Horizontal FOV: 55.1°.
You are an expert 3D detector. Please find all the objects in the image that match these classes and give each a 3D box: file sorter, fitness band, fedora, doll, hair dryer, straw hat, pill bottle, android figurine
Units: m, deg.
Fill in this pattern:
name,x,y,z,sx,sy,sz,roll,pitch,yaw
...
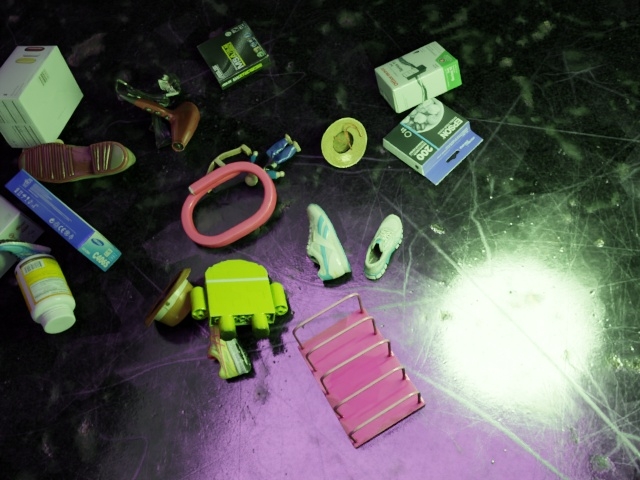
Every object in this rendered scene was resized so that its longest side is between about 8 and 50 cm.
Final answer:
name,x,y,z,sx,sy,sz,roll,pitch,yaw
file sorter,0.085,0.304,1.461,0.202,0.182,0.290,-30,65,-5
fitness band,-0.266,-0.104,1.754,0.291,0.054,0.209,-30,71,5
fedora,-0.388,0.167,1.641,0.079,0.194,0.194,38,74,-15
doll,-0.148,-0.230,1.815,0.189,0.046,0.129,-41,65,-10
hair dryer,-0.482,-0.387,1.883,0.224,0.080,0.293,-22,67,-35
straw hat,0.063,-0.290,1.794,0.144,0.144,0.061,-31,24,-4
pill bottle,-0.764,0.150,1.715,0.117,0.117,0.215,-32,65,-5
android figurine,-0.215,0.147,1.605,0.248,0.056,0.273,-3,41,-16

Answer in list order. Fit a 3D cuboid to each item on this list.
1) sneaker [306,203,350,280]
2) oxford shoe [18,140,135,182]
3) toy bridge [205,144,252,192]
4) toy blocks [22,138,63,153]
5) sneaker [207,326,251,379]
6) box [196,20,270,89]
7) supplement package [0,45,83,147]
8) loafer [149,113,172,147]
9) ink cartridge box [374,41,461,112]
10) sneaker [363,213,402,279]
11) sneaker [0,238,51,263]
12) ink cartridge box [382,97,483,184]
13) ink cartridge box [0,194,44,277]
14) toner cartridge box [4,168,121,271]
name,x,y,z,sx,sy,sz,roll,pitch,yaw
sneaker,0.000,0.000,1.666,0.092,0.087,0.228,-24,62,1
oxford shoe,-0.742,-0.234,1.885,0.348,0.130,0.123,0,91,5
toy bridge,-0.297,-0.224,1.850,0.188,0.026,0.063,-43,64,-10
toy blocks,-0.891,-0.295,1.971,0.123,0.054,0.148,-40,65,-8
sneaker,-0.262,0.266,1.597,0.094,0.081,0.208,-30,61,5
box,-0.285,-0.609,2.010,0.184,0.045,0.190,-28,64,-6
supplement package,-0.903,-0.453,1.930,0.145,0.204,0.262,3,52,11
loafer,-0.516,-0.368,1.936,0.061,0.062,0.170,-29,63,2
ink cartridge box,0.284,-0.482,1.807,0.208,0.087,0.153,-25,44,-1
sneaker,0.168,0.007,1.635,0.071,0.083,0.190,17,69,18
sneaker,-0.860,0.039,1.766,0.063,0.162,0.073,7,83,41
ink cartridge box,0.323,-0.292,1.761,0.206,0.045,0.208,-44,67,-12
ink cartridge box,-1.043,-0.005,1.827,0.272,0.130,0.309,33,75,23
toner cartridge box,-0.746,-0.059,1.780,0.348,0.165,0.075,35,76,21
